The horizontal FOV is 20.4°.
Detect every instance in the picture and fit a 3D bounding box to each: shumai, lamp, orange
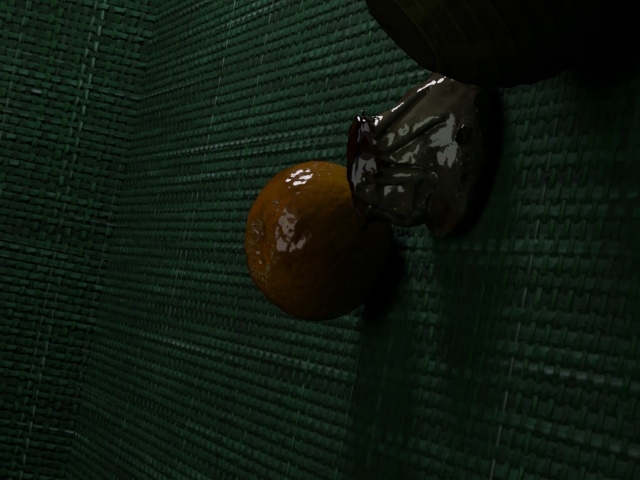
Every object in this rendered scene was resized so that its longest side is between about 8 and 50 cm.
[{"bbox_3d":[0.089,-0.098,1.790,0.201,0.120,0.201,-171,90,-74],"label":"shumai"},{"bbox_3d":[0.168,-0.265,1.503,0.284,0.250,0.250,-40,17,-7],"label":"lamp"},{"bbox_3d":[-0.002,0.001,1.949,0.177,0.155,0.178,-175,90,-77],"label":"orange"}]
